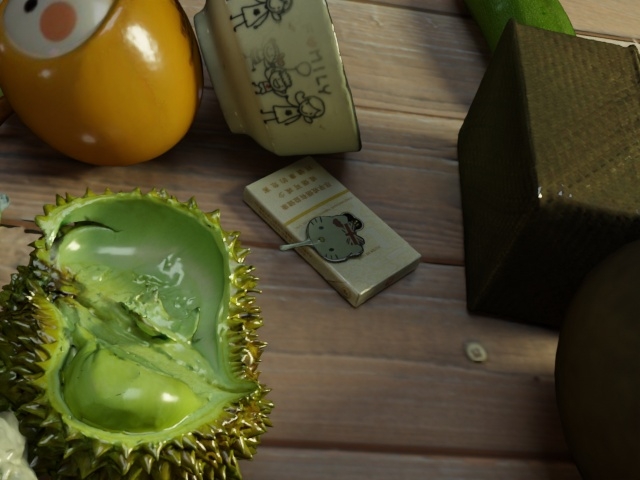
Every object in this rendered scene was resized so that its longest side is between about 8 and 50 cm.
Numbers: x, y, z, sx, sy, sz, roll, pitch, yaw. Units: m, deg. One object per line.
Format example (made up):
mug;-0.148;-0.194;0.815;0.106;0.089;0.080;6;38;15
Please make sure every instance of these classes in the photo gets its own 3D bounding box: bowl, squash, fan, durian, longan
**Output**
bowl;-0.048;-0.184;0.886;0.126;0.237;0.237;-18;52;0
squash;0.255;-0.287;1.133;0.107;0.107;0.395;1;48;-15
fan;0.000;0.000;0.830;0.083;0.004;0.056;-13;55;-21
durian;-0.137;0.084;0.631;0.200;0.176;0.236;0;53;-29
longan;0.324;0.121;0.654;0.298;0.297;0.297;8;47;-9

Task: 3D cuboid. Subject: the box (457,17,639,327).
box;0.234;-0.069;0.869;0.143;0.184;0.273;12;47;-7

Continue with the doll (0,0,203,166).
doll;-0.232;-0.160;0.839;0.236;0.213;0.213;-25;49;14

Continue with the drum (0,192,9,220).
drum;-0.356;-0.077;0.803;0.130;0.049;0.253;-4;50;-18

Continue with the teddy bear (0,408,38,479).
teddy bear;-0.338;0.117;0.458;0.327;0.375;0.362;-51;47;1

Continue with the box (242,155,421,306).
box;0.010;-0.014;0.865;0.090;0.024;0.167;-30;62;-34
